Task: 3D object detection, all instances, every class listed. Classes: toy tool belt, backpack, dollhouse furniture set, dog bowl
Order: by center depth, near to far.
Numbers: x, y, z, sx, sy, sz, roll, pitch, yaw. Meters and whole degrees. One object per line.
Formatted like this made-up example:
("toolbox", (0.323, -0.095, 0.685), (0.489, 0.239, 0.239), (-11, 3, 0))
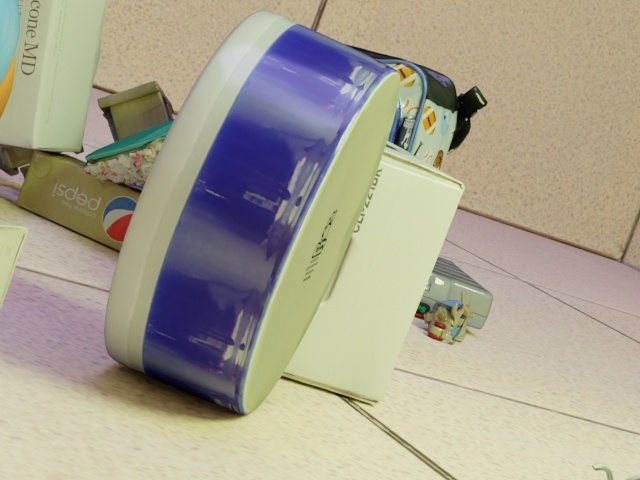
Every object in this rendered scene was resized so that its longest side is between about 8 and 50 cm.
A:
("dog bowl", (-0.044, -0.018, 1.228), (0.104, 0.265, 0.265), (24, 7, 7))
("backpack", (-0.008, -0.068, 1.790), (0.276, 0.263, 0.213), (16, 10, 27))
("dollhouse furniture set", (-0.234, -0.070, 1.880), (0.183, 0.129, 0.129), (-17, -8, 1))
("toy tool belt", (0.140, 0.081, 1.945), (0.052, 0.051, 0.083), (22, 7, 15))

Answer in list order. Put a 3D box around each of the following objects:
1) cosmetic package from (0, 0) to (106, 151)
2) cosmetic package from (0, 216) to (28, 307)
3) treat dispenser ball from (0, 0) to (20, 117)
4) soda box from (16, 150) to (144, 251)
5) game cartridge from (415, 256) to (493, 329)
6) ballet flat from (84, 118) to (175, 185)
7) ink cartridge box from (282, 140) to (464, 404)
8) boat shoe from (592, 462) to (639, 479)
("cosmetic package", (-0.408, -0.208, 1.731), (0.365, 0.197, 0.155), (9, 4, 11))
("cosmetic package", (-0.334, -0.011, 0.944), (0.309, 0.113, 0.160), (21, 6, 12))
("treat dispenser ball", (-0.352, -0.147, 1.225), (0.288, 0.288, 0.288), (20, 6, -2))
("soda box", (-0.204, -0.030, 1.739), (0.181, 0.061, 0.058), (23, 7, 23))
("game cartridge", (0.014, 0.013, 2.107), (0.355, 0.068, 0.230), (19, 10, -11))
("ballet flat", (-0.108, -0.092, 1.672), (0.077, 0.241, 0.091), (64, 16, -9))
("ink cartridge box", (0.000, 0.000, 1.517), (0.114, 0.197, 0.273), (19, 7, -17))
("boat shoe", (0.195, 0.185, 1.034), (0.254, 0.095, 0.079), (16, 9, -47))
